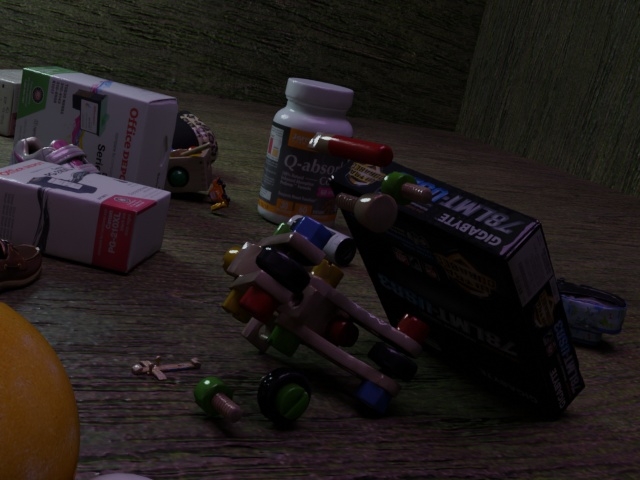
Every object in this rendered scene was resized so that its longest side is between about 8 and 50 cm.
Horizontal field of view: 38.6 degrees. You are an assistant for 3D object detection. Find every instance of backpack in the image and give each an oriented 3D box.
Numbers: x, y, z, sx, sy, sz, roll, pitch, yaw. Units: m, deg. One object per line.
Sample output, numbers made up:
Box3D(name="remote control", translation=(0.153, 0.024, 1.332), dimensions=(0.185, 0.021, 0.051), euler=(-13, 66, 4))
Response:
Box3D(name="backpack", translation=(0.422, 0.116, 1.447), dimensions=(0.114, 0.084, 0.105), euler=(11, 14, 17))

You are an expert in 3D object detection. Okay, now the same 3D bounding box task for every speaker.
Box3D(name="speaker", translation=(0.000, 0.000, 1.618), dimensions=(0.055, 0.055, 0.136), euler=(-2, 20, -44))

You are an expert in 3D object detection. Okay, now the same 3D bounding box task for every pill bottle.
Box3D(name="pill bottle", translation=(-0.025, -0.171, 1.807), dimensions=(0.162, 0.278, 0.162), euler=(10, 14, -3))

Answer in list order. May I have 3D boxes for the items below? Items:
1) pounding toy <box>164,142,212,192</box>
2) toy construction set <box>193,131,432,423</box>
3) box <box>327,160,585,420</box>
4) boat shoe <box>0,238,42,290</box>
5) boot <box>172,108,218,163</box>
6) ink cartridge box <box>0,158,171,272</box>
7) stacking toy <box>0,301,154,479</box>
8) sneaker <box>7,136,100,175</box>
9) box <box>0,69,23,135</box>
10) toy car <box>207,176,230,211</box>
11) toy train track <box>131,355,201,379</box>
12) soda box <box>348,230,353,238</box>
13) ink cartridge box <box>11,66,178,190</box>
Box3D(name="pounding toy", translation=(-0.272, -0.153, 1.835), dimensions=(0.130, 0.100, 0.141), euler=(-4, 14, 0))
Box3D(name="toy construction set", translation=(-0.021, 0.029, 1.036), dimensions=(0.257, 0.308, 0.237), euler=(12, 7, -36))
Box3D(name="box", translation=(0.167, 0.053, 1.129), dimensions=(0.073, 0.293, 0.295), euler=(-41, 41, -20))
Box3D(name="boat shoe", translation=(-0.407, 0.027, 1.159), dimensions=(0.064, 0.060, 0.178), euler=(15, 14, 11))
Box3D(name="boot", translation=(-0.440, -0.255, 2.078), dimensions=(0.377, 0.138, 0.284), euler=(27, 21, 36))
Box3D(name="ink cartridge box", translation=(-0.368, -0.041, 1.375), dimensions=(0.237, 0.100, 0.172), euler=(13, 13, 5))
Box3D(name="stacking toy", translation=(-0.280, 0.124, 0.569), dimensions=(0.480, 0.350, 0.350), euler=(33, 17, 5))
Box3D(name="sneaker", translation=(-0.438, -0.111, 1.569), dimensions=(0.252, 0.111, 0.103), euler=(15, 14, 12))
Box3D(name="box", translation=(-0.718, -0.329, 2.159), dimensions=(0.149, 0.126, 0.232), euler=(16, 14, 16))
Box3D(name="toy car", translation=(-0.208, -0.090, 1.803), dimensions=(0.041, 0.060, 0.122), euler=(-20, 7, 4))
Box3D(name="toy train track", translation=(-0.170, 0.137, 1.017), dimensions=(0.083, 0.014, 0.048), euler=(1, 18, -40))
Box3D(name="soda box", translation=(0.149, -0.009, 1.758), dimensions=(0.183, 0.063, 0.058), euler=(17, 15, 20))
Box3D(name="ink cartridge box", translation=(-0.434, -0.204, 1.752), dimensions=(0.278, 0.201, 0.117), euler=(16, 15, 15))
